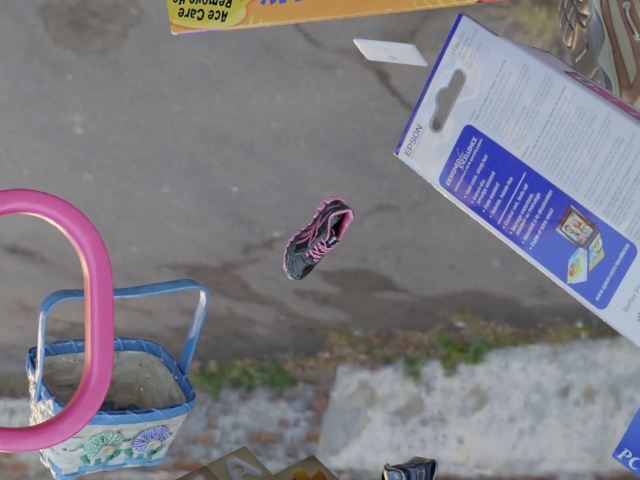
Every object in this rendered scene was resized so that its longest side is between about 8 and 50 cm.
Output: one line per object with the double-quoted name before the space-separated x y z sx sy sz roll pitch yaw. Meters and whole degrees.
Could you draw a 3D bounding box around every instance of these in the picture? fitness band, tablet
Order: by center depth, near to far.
"fitness band" -0.333 0.088 1.330 0.209 0.290 0.054 0 178 -20
"tablet" 0.085 -0.229 1.466 0.083 0.006 0.054 12 165 29

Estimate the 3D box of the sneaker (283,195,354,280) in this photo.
"sneaker" 0.000 0.000 1.482 0.047 0.119 0.057 35 177 -30

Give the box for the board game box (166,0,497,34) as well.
"board game box" 0.087 -0.384 1.037 0.357 0.356 0.356 0 -166 28

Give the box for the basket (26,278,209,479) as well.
"basket" -0.296 0.192 1.745 0.255 0.288 0.201 -4 -154 -33

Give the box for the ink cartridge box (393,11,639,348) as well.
"ink cartridge box" 0.242 -0.063 1.182 0.069 0.175 0.371 -6 -142 -48

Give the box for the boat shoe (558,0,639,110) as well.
"boat shoe" 0.443 -0.323 1.840 0.116 0.324 0.123 -2 170 -12

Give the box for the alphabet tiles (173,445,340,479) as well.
"alphabet tiles" -0.054 0.352 1.268 0.342 0.285 0.011 38 138 40

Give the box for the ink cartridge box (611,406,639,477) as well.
"ink cartridge box" 0.430 0.258 1.315 0.207 0.097 0.046 38 -151 31

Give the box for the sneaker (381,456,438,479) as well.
"sneaker" 0.156 0.426 1.815 0.086 0.163 0.226 -4 -155 -30
